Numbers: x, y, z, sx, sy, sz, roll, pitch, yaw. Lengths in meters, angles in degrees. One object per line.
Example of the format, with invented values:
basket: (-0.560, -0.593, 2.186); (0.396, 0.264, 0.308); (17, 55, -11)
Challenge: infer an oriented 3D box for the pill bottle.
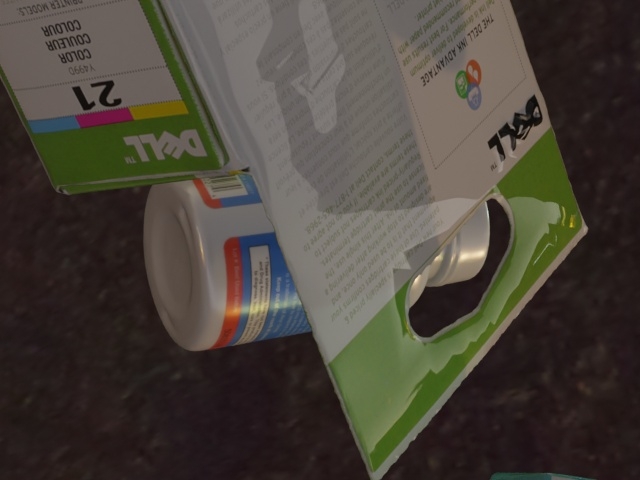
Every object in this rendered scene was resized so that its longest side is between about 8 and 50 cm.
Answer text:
pill bottle: (0.000, 0.000, 1.142); (0.221, 0.124, 0.124); (-8, 78, -24)

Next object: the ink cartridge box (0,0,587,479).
ink cartridge box: (-0.012, -0.064, 0.625); (0.189, 0.097, 0.255); (-44, 120, -43)

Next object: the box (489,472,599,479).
box: (0.193, 0.171, 0.753); (0.244, 0.060, 0.101); (11, 77, -17)
